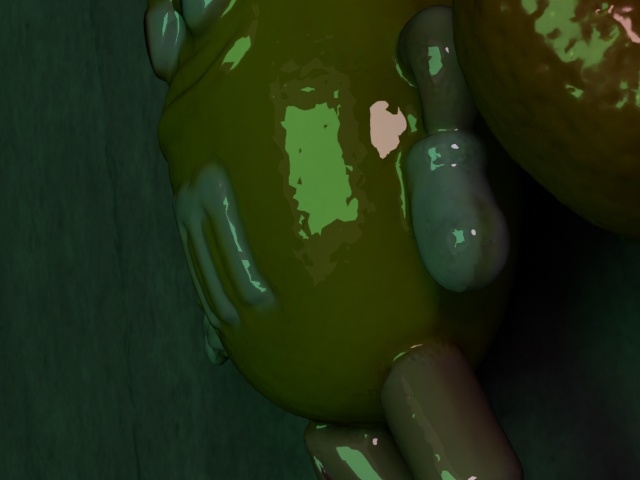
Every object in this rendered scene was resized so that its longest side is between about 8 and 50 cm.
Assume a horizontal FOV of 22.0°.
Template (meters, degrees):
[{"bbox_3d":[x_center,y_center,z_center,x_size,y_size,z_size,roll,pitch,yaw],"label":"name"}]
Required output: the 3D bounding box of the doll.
[{"bbox_3d":[0.014,0.019,0.766,0.423,0.161,0.348,-119,32,-43],"label":"doll"}]

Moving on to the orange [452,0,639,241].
[{"bbox_3d":[0.136,-0.085,0.585,0.155,0.177,0.178,-40,-41,-81],"label":"orange"}]

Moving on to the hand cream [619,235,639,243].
[{"bbox_3d":[0.126,-0.057,0.719,0.036,0.023,0.122,-44,50,48],"label":"hand cream"}]
